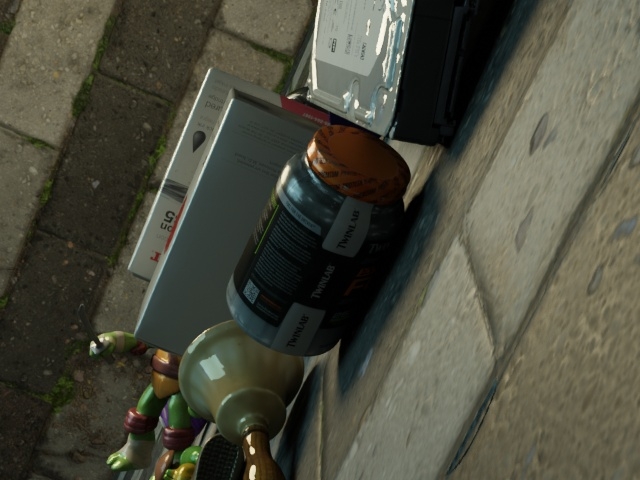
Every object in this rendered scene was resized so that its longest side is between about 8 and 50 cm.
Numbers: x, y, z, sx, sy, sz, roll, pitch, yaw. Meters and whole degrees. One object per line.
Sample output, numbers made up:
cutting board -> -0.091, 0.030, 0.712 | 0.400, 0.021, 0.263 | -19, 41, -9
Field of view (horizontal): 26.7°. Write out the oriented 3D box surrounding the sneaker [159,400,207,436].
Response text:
sneaker -> -0.176, 0.195, 2.045 | 0.104, 0.095, 0.236 | 26, 97, 65

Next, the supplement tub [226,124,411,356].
supplement tub -> 0.000, 0.000, 1.194 | 0.117, 0.117, 0.190 | -79, 13, -57

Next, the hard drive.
hard drive -> 0.063, -0.223, 1.248 | 0.339, 0.064, 0.236 | -137, 56, -72

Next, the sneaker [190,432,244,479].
sneaker -> -0.130, 0.309, 1.496 | 0.071, 0.066, 0.188 | 86, -152, -67

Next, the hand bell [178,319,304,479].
hand bell -> -0.057, 0.185, 1.231 | 0.126, 0.126, 0.242 | -65, 21, 21

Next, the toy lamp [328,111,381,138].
toy lamp -> 0.044, -0.189, 1.606 | 0.274, 0.080, 0.080 | -92, 26, -71

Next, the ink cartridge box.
ink cartridge box -> -0.103, -0.050, 1.742 | 0.117, 0.207, 0.283 | 166, 125, -83

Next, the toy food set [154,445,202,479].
toy food set -> -0.184, 0.322, 1.750 | 0.218, 0.071, 0.128 | 139, 153, -75

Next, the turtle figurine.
turtle figurine -> -0.241, 0.210, 1.876 | 0.274, 0.198, 0.266 | -69, -12, -79

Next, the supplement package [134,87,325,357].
supplement package -> -0.080, -0.006, 1.565 | 0.177, 0.175, 0.292 | -114, 47, -79

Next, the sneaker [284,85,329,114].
sneaker -> -0.027, -0.186, 2.042 | 0.124, 0.107, 0.283 | -64, 5, -25
